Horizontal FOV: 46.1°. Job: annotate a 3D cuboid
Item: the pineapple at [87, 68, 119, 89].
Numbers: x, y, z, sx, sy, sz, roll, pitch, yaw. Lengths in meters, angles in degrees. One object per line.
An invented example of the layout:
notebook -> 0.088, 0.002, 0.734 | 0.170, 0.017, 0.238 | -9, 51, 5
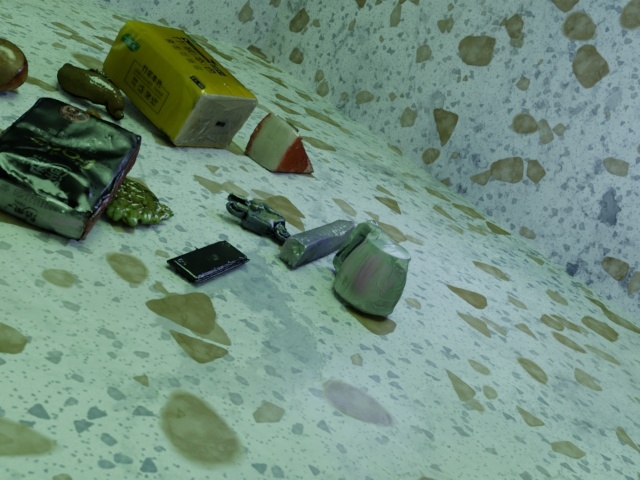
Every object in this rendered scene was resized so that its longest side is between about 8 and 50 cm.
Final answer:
pineapple -> -0.695, -0.508, 2.366 | 0.074, 0.074, 0.159 | 38, 25, 28

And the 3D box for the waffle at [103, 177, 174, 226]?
waffle -> -0.451, -0.102, 1.679 | 0.223, 0.054, 0.204 | 32, 21, 15

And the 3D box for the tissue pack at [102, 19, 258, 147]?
tissue pack -> -0.433, -0.481, 2.331 | 0.382, 0.228, 0.293 | 44, 25, 20

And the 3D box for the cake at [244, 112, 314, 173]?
cake -> -0.134, -0.275, 2.530 | 0.158, 0.159, 0.262 | 37, -13, 27

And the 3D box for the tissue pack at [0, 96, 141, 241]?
tissue pack -> -0.524, -0.159, 1.536 | 0.245, 0.123, 0.332 | 22, 35, -7

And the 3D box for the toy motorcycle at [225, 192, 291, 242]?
toy motorcycle -> -0.156, -0.063, 1.947 | 0.193, 0.061, 0.124 | 29, 25, -12

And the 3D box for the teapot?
teapot -> 0.134, 0.063, 1.830 | 0.163, 0.178, 0.221 | 24, 19, -11

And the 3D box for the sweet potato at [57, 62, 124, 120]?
sweet potato -> -0.684, -0.452, 2.201 | 0.310, 0.098, 0.124 | 33, -1, 21

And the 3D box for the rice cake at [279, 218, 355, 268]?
rice cake -> 0.000, 0.000, 1.980 | 0.064, 0.070, 0.399 | 29, 19, 16

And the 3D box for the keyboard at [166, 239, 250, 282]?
keyboard -> -0.240, 0.044, 1.628 | 0.094, 0.025, 0.230 | 34, 21, 14

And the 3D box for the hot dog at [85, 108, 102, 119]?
hot dog -> -0.631, -0.341, 2.097 | 0.037, 0.021, 0.083 | -11, 41, -29

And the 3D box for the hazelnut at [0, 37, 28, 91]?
hazelnut -> -0.843, -0.449, 1.962 | 0.150, 0.150, 0.150 | 24, 20, -9
